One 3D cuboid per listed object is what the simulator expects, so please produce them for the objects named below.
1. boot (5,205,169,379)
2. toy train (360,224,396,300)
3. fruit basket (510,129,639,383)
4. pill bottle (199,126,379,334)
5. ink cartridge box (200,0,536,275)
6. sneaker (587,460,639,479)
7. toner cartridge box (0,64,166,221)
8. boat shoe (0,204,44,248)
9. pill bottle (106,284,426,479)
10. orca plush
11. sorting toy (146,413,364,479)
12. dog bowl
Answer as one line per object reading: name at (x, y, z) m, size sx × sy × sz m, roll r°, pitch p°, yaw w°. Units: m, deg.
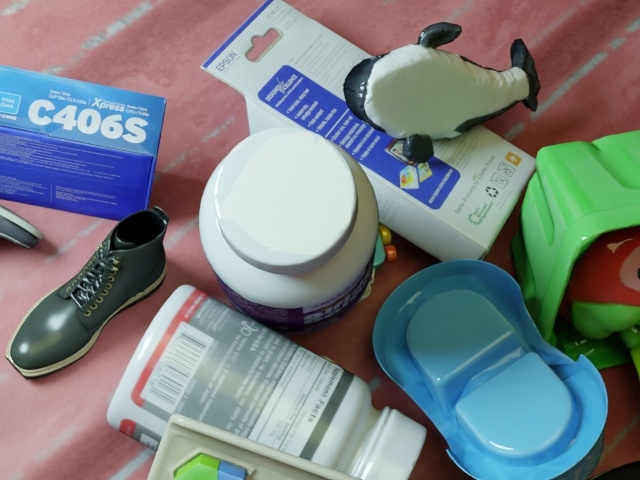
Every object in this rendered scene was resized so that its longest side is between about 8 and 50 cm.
boot at (-0.236, 0.046, 1.392) m, size 0.077 × 0.137 × 0.198 m, roll 42°, pitch 65°, yaw 9°
toy train at (0.000, 0.000, 1.518) m, size 0.166 × 0.046 × 0.125 m, roll 37°, pitch 65°, yaw 9°
fruit basket at (0.412, 0.071, 1.467) m, size 0.392 × 0.283 × 0.392 m, roll 4°, pitch 48°, yaw -4°
pill bottle at (-0.028, -0.008, 1.328) m, size 0.169 × 0.301 × 0.169 m, roll 0°, pitch 79°, yaw 1°
ink cartridge box at (0.053, -0.123, 1.549) m, size 0.371 × 0.069 × 0.176 m, roll 34°, pitch 46°, yaw 3°
sneaker at (0.254, 0.290, 1.300) m, size 0.283 × 0.124 × 0.107 m, roll -28°, pitch 73°, yaw -24°
toner cartridge box at (-0.341, -0.112, 1.428) m, size 0.347 × 0.165 × 0.075 m, roll 11°, pitch 63°, yaw -8°
boat shoe at (-0.388, -0.028, 1.418) m, size 0.206 × 0.075 × 0.065 m, roll 25°, pitch 87°, yaw -20°
pill bottle at (-0.051, 0.176, 1.358) m, size 0.283 × 0.161 × 0.161 m, roll 29°, pitch 63°, yaw 2°
orca plush at (0.118, -0.181, 1.521) m, size 0.287 × 0.151 × 0.102 m, roll -25°, pitch 34°, yaw -35°
sorting toy at (-0.078, 0.273, 1.291) m, size 0.193 × 0.208 × 0.038 m, roll 20°, pitch 29°, yaw -3°
dog bowl at (0.175, 0.146, 1.403) m, size 0.166 × 0.074 × 0.297 m, roll -34°, pitch 47°, yaw -5°
